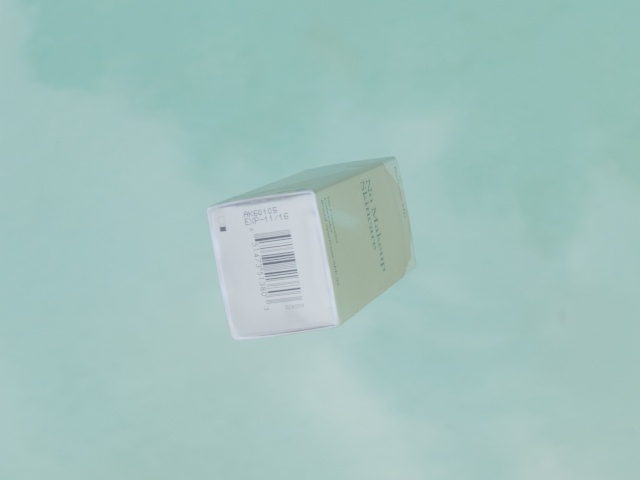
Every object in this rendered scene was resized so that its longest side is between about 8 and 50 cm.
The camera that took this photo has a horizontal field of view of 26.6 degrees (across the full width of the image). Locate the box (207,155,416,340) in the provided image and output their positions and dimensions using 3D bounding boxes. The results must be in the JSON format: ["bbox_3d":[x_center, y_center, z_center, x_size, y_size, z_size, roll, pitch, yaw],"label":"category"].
[{"bbox_3d":[0.000,0.000,1.479,0.121,0.311,0.148,-9,98,20],"label":"box"}]
